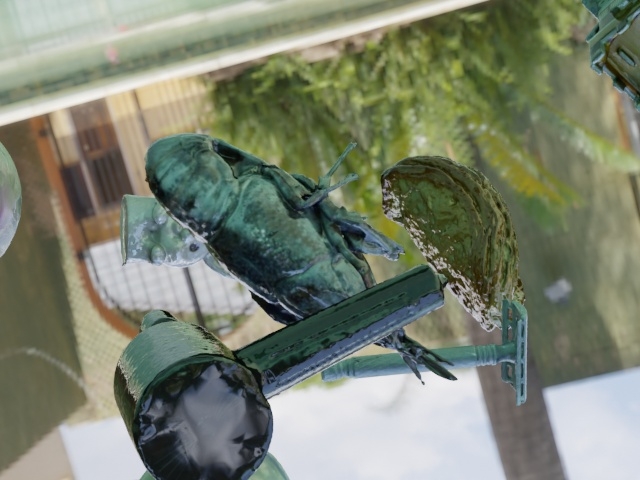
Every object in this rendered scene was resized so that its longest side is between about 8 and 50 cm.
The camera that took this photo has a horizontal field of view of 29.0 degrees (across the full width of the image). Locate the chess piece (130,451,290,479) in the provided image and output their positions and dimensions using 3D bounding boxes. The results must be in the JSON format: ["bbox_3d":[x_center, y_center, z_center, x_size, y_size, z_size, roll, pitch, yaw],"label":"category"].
[{"bbox_3d":[-0.191,0.340,1.420,0.182,0.182,0.330,-23,177,-44],"label":"chess piece"}]

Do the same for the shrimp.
[{"bbox_3d":[-0.002,-0.001,1.209,0.172,0.372,0.137,-55,-169,24],"label":"shrimp"}]

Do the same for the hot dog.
[{"bbox_3d":[0.191,-0.004,1.605,0.114,0.259,0.175,-31,149,-14],"label":"hot dog"}]

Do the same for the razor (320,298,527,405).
[{"bbox_3d":[0.115,0.131,1.377,0.231,0.106,0.068,-4,-161,-5],"label":"razor"}]

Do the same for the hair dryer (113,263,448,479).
[{"bbox_3d":[-0.036,0.093,1.095,0.302,0.116,0.244,-24,-166,-10],"label":"hair dryer"}]

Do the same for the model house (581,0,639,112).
[{"bbox_3d":[0.509,-0.295,1.770,0.198,0.224,0.215,-41,-161,32],"label":"model house"}]

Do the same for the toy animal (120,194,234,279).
[{"bbox_3d":[-0.171,-0.004,1.753,0.220,0.104,0.131,6,170,-16],"label":"toy animal"}]

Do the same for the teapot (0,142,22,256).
[{"bbox_3d":[-0.393,-0.036,1.084,0.221,0.163,0.178,-14,173,5],"label":"teapot"}]
